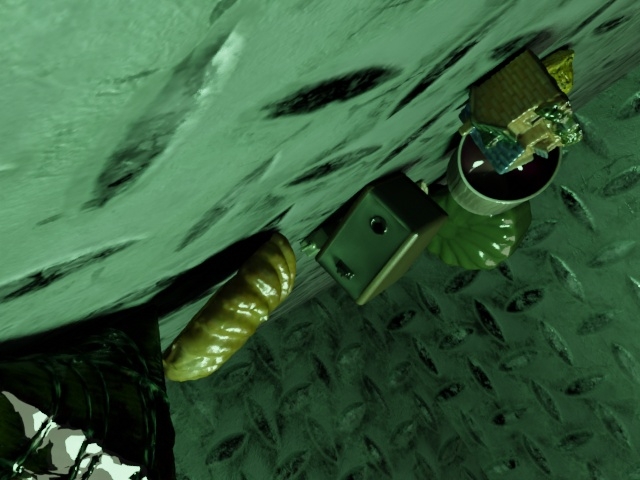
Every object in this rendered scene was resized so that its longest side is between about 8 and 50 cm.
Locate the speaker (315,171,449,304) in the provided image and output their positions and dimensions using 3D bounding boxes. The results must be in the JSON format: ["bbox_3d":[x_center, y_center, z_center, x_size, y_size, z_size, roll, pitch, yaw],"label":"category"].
[{"bbox_3d":[0.132,-0.008,1.536,0.193,0.153,0.230,-24,156,-51],"label":"speaker"}]

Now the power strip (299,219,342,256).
[{"bbox_3d":[0.000,0.000,1.618,0.075,0.042,0.175,-36,173,31],"label":"power strip"}]

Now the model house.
[{"bbox_3d":[0.321,-0.206,1.206,0.172,0.166,0.183,-32,163,16],"label":"model house"}]

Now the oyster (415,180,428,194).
[{"bbox_3d":[0.268,-0.124,1.938,0.038,0.080,0.083,-13,146,19],"label":"oyster"}]

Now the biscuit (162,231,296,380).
[{"bbox_3d":[-0.154,0.128,1.276,0.325,0.107,0.326,-49,179,-1],"label":"biscuit"}]

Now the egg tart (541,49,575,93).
[{"bbox_3d":[0.436,-0.302,1.422,0.191,0.074,0.191,-31,172,-5],"label":"egg tart"}]

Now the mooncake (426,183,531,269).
[{"bbox_3d":[0.455,-0.068,2.182,0.351,0.351,0.187,-40,-177,45],"label":"mooncake"}]

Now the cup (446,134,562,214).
[{"bbox_3d":[0.420,-0.197,1.629,0.288,0.208,0.273,-57,175,-4],"label":"cup"}]

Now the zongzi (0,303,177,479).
[{"bbox_3d":[-0.339,0.213,1.025,0.384,0.362,0.319,27,132,-37],"label":"zongzi"}]
